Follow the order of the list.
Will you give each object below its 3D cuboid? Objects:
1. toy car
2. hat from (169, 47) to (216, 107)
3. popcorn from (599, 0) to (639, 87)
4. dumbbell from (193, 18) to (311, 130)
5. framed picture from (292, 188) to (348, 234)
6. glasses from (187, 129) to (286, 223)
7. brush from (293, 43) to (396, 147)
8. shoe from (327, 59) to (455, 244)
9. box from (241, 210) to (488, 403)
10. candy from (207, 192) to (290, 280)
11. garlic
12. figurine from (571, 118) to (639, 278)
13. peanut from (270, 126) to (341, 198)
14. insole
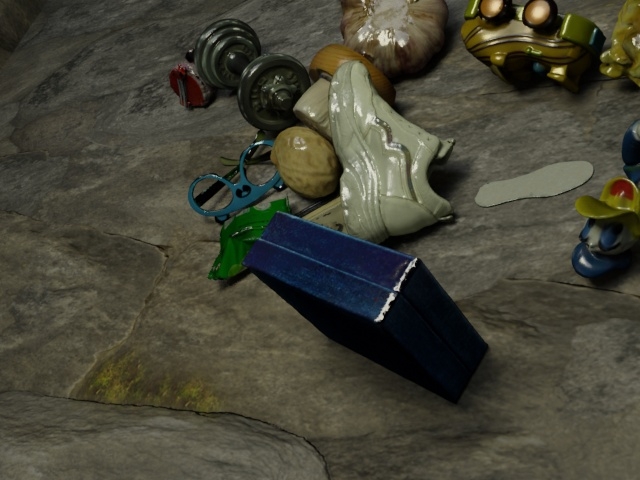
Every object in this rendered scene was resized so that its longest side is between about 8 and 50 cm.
[{"bbox_3d":[0.363,-0.344,1.262,0.248,0.200,0.142,25,102,36],"label":"toy car"},{"bbox_3d":[-0.299,-0.453,1.857,0.129,0.140,0.227,17,54,31],"label":"hat"},{"bbox_3d":[0.541,-0.311,1.109,0.185,0.167,0.187,29,79,46],"label":"popcorn"},{"bbox_3d":[-0.165,-0.390,1.659,0.179,0.179,0.406,-42,43,-1],"label":"dumbbell"},{"bbox_3d":[0.000,0.000,1.355,0.195,0.010,0.199,-29,45,14],"label":"framed picture"},{"bbox_3d":[-0.187,-0.165,1.552,0.239,0.102,0.206,-32,44,11],"label":"glasses"},{"bbox_3d":[0.026,-0.296,1.473,0.166,0.174,0.267,-51,31,3],"label":"brush"},{"bbox_3d":[0.131,-0.165,1.262,0.211,0.132,0.341,-10,78,8],"label":"shoe"},{"bbox_3d":[0.067,0.094,1.050,0.279,0.261,0.116,19,72,43],"label":"box"},{"bbox_3d":[-0.140,-0.007,1.406,0.203,0.078,0.141,-30,49,18],"label":"candy"},{"bbox_3d":[0.152,-0.455,1.507,0.245,0.160,0.244,-1,84,12],"label":"garlic"},{"bbox_3d":[0.471,-0.076,0.959,0.205,0.283,0.338,36,102,6],"label":"figurine"},{"bbox_3d":[-0.033,-0.156,1.411,0.109,0.140,0.159,-17,28,-40],"label":"peanut"},{"bbox_3d":[0.352,-0.092,1.183,0.197,0.004,0.065,-14,50,26],"label":"insole"}]
